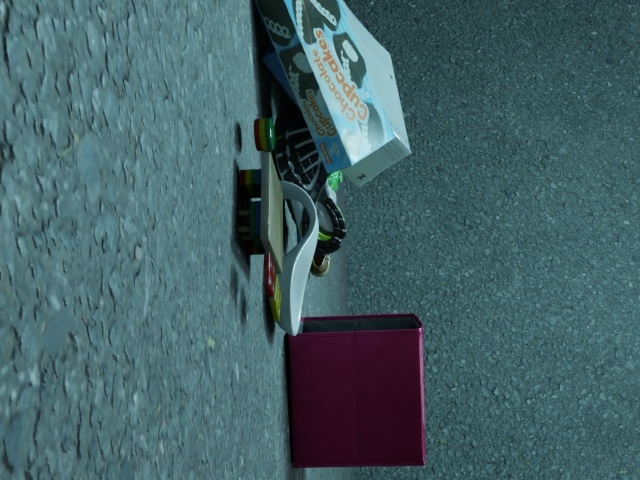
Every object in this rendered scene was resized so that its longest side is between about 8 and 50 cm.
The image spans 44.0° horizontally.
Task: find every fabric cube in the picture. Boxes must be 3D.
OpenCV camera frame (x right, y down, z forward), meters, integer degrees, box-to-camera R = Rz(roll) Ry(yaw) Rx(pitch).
[{"bbox_3d":[0.077,0.290,1.584,0.254,0.259,0.258,-10,98,-86],"label":"fabric cube"}]

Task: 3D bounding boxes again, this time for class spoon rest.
[{"bbox_3d":[-0.044,0.027,1.353,0.137,0.084,0.276,76,11,-66],"label":"spoon rest"}]

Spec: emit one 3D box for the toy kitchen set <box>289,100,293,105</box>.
[{"bbox_3d":[-0.034,-0.267,1.735,0.075,0.068,0.083,-59,146,-82],"label":"toy kitchen set"}]

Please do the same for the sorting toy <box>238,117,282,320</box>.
[{"bbox_3d":[-0.084,-0.027,1.119,0.132,0.046,0.274,76,11,-67],"label":"sorting toy"}]

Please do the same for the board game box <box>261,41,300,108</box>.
[{"bbox_3d":[-0.017,-0.338,1.462,0.160,0.039,0.211,50,41,-29],"label":"board game box"}]

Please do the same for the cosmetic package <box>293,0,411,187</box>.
[{"bbox_3d":[0.057,-0.328,1.720,0.217,0.156,0.385,39,29,-36],"label":"cosmetic package"}]

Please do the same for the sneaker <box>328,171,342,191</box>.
[{"bbox_3d":[0.019,-0.190,2.083,0.295,0.109,0.123,69,14,-76],"label":"sneaker"}]

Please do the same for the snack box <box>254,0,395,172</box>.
[{"bbox_3d":[0.015,-0.298,1.400,0.187,0.060,0.322,-38,109,-52],"label":"snack box"}]

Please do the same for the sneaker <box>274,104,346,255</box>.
[{"bbox_3d":[-0.038,-0.120,1.534,0.121,0.111,0.300,-137,-147,-59],"label":"sneaker"}]

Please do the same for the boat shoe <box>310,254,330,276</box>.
[{"bbox_3d":[0.000,0.000,2.006,0.060,0.064,0.178,79,12,-71],"label":"boat shoe"}]

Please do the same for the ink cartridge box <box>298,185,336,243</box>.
[{"bbox_3d":[-0.006,-0.053,1.866,0.191,0.082,0.139,20,68,-86],"label":"ink cartridge box"}]
